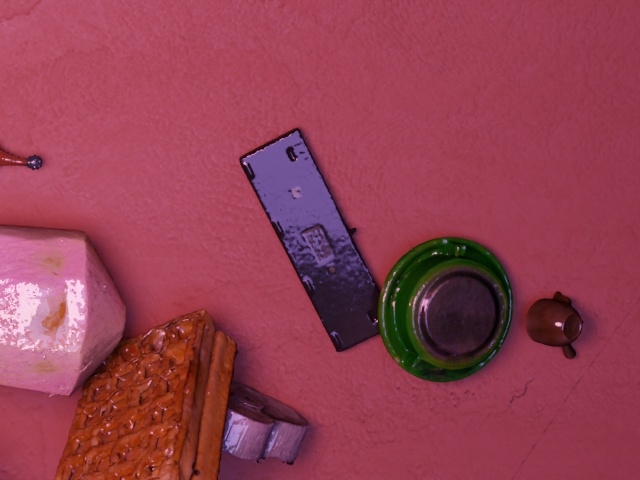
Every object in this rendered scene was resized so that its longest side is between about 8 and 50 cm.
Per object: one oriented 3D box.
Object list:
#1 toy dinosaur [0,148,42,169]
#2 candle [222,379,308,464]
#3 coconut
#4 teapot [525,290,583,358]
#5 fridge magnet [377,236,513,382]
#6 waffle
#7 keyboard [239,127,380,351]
[{"bbox_3d":[-0.442,-0.111,1.863,0.154,0.055,0.049,9,96,-4],"label":"toy dinosaur"},{"bbox_3d":[-0.115,0.243,1.953,0.168,0.192,0.068,29,95,30],"label":"candle"},{"bbox_3d":[-0.375,0.095,1.833,0.245,0.233,0.233,6,100,-8],"label":"coconut"},{"bbox_3d":[0.352,0.126,2.050,0.085,0.080,0.110,-51,120,-19],"label":"teapot"},{"bbox_3d":[0.180,0.099,1.996,0.208,0.088,0.208,-3,98,-20],"label":"fridge magnet"},{"bbox_3d":[-0.226,0.244,1.822,0.212,0.308,0.091,-22,125,24],"label":"waffle"},{"bbox_3d":[0.000,0.000,1.980,0.106,0.027,0.317,-26,104,-1],"label":"keyboard"}]
